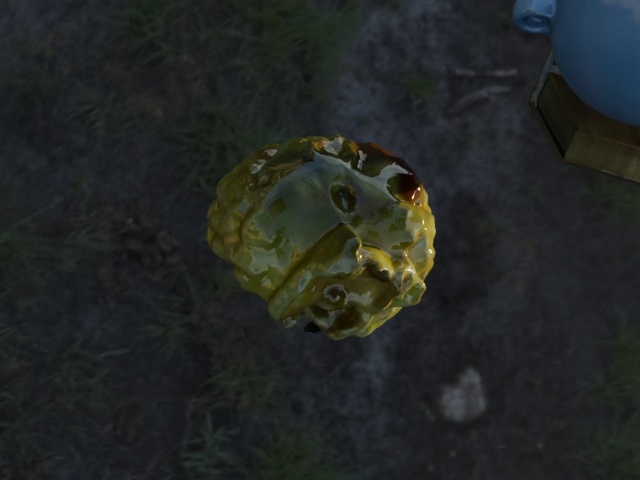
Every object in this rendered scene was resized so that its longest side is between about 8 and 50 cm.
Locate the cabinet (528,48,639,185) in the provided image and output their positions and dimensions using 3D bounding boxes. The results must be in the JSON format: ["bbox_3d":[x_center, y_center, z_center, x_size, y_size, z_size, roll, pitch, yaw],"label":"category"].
[{"bbox_3d":[0.323,-0.172,1.152,0.215,0.174,0.148,-65,152,-9],"label":"cabinet"}]

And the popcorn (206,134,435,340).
[{"bbox_3d":[0.003,-0.001,1.155,0.218,0.169,0.189,-6,52,-22],"label":"popcorn"}]

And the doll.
[{"bbox_3d":[0.291,-0.146,0.863,0.314,0.177,0.141,4,72,4],"label":"doll"}]
